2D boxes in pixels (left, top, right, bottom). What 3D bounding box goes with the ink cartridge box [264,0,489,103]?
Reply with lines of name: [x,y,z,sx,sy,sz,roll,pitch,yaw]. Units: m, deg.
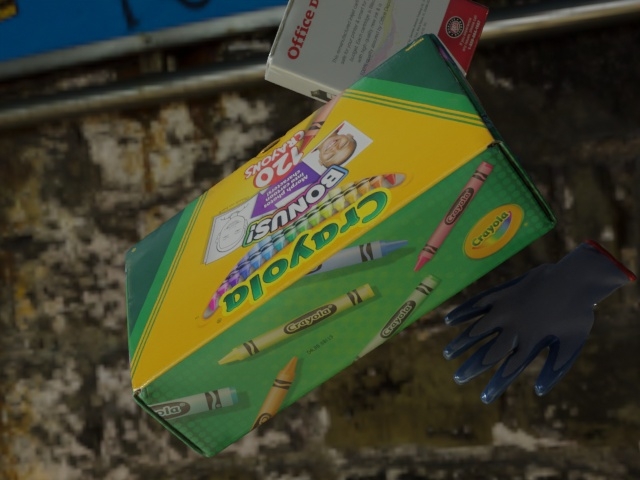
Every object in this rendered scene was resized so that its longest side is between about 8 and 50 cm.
ink cartridge box: [0.050,-0.183,1.050,0.175,0.127,0.072,21,-5,-5]

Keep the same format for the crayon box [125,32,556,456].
crayon box: [0.000,0.000,0.756,0.278,0.081,0.165,-35,33,12]

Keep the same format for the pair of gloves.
pair of gloves: [0.130,0.021,0.863,0.159,0.198,0.023,-40,-22,-10]
